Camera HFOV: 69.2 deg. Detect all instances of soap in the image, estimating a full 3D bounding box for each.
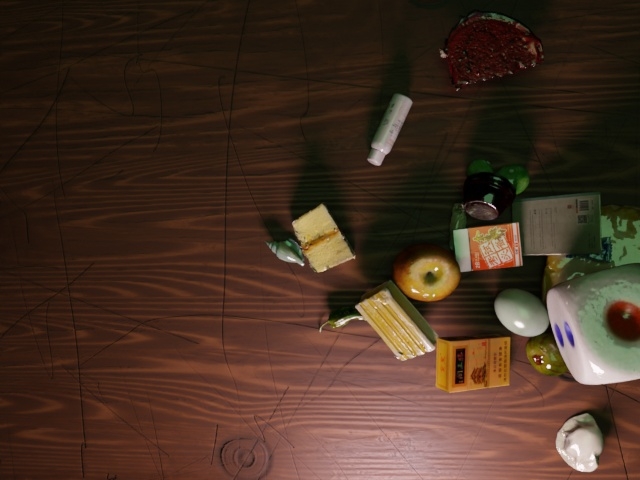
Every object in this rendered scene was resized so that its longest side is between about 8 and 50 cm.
[{"bbox_3d":[0.271,0.289,1.655,0.274,0.089,0.173,50,135,-4],"label":"soap"}]

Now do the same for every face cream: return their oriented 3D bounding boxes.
[{"bbox_3d":[0.252,-0.408,1.727,0.082,0.082,0.269,24,92,7],"label":"face cream"}]

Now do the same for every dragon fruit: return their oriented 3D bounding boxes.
[{"bbox_3d":[0.605,-0.698,1.681,0.343,0.100,0.282,-14,86,3],"label":"dragon fruit"}]

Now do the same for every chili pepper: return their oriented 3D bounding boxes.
[{"bbox_3d":[0.082,0.291,1.735,0.204,0.072,0.073,-16,89,5],"label":"chili pepper"}]

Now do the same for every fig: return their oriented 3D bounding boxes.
[{"bbox_3d":[0.853,0.379,1.638,0.259,0.151,0.151,-16,87,-21],"label":"fig"}]

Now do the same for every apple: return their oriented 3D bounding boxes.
[{"bbox_3d":[0.374,0.113,1.659,0.234,0.173,0.210,25,93,-3],"label":"apple"}]

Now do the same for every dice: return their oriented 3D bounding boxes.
[{"bbox_3d":[0.872,0.253,1.401,0.276,0.304,0.304,-18,73,12],"label":"dice"}]

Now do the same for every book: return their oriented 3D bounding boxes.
[{"bbox_3d":[0.811,-0.052,1.606,0.282,0.025,0.215,-1,88,40],"label":"book"}]

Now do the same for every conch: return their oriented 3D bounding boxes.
[{"bbox_3d":[-0.134,0.038,1.780,0.180,0.088,0.065,29,136,0],"label":"conch"}]

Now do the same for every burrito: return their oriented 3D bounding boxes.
[{"bbox_3d":[0.505,-0.048,1.707,0.058,0.045,0.188,5,92,22],"label":"burrito"}]

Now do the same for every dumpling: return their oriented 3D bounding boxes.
[{"bbox_3d":[0.909,0.705,1.625,0.150,0.092,0.177,0,94,21],"label":"dumpling"}]

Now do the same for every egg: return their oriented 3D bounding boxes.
[{"bbox_3d":[0.702,0.251,1.624,0.192,0.149,0.149,34,93,12],"label":"egg"}]

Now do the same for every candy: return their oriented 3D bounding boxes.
[{"bbox_3d":[0.909,0.024,1.566,0.136,0.038,0.088,7,86,25],"label":"candy"}]

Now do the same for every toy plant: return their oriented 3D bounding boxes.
[{"bbox_3d":[0.613,-0.190,1.645,0.218,0.175,0.235,23,66,13],"label":"toy plant"}]

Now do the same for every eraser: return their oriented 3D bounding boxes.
[{"bbox_3d":[0.595,0.024,1.661,0.230,0.038,0.157,-7,96,8],"label":"eraser"}]

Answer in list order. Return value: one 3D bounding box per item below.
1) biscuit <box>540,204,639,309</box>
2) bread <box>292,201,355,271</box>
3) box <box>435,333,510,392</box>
[{"bbox_3d":[1.001,0.098,1.602,0.429,0.104,0.446,3,87,21],"label":"biscuit"},{"bbox_3d":[0.000,0.000,1.720,0.178,0.135,0.240,-30,88,5],"label":"bread"},{"bbox_3d":[0.533,0.423,1.616,0.274,0.076,0.174,2,88,-24],"label":"box"}]
